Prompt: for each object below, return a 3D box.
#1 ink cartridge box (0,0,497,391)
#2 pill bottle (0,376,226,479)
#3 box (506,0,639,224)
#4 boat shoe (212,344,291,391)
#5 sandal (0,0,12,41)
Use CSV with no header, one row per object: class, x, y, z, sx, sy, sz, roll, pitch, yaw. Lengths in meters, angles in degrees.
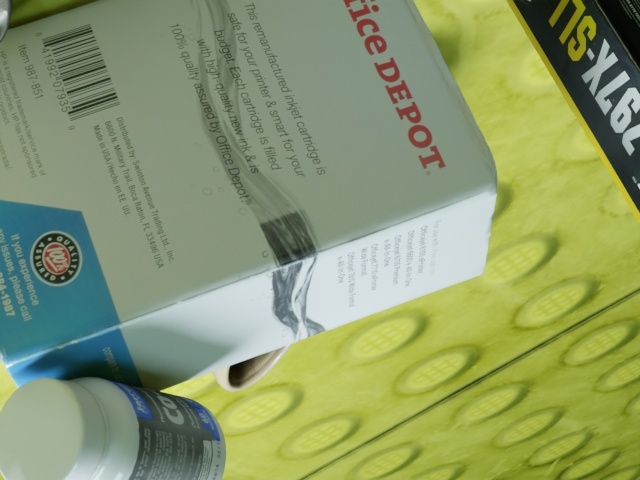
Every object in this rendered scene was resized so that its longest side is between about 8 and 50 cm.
ink cartridge box,-0.071,-0.045,0.926,0.307,0.223,0.129,-19,154,-7
pill bottle,-0.122,0.122,0.855,0.078,0.078,0.137,-34,154,18
box,0.291,-0.115,0.985,0.257,0.322,0.079,-9,148,-28
boat shoe,0.000,0.000,1.187,0.121,0.110,0.341,-1,145,-37
sandal,-0.207,-0.165,0.778,0.090,0.060,0.219,-16,146,-15
